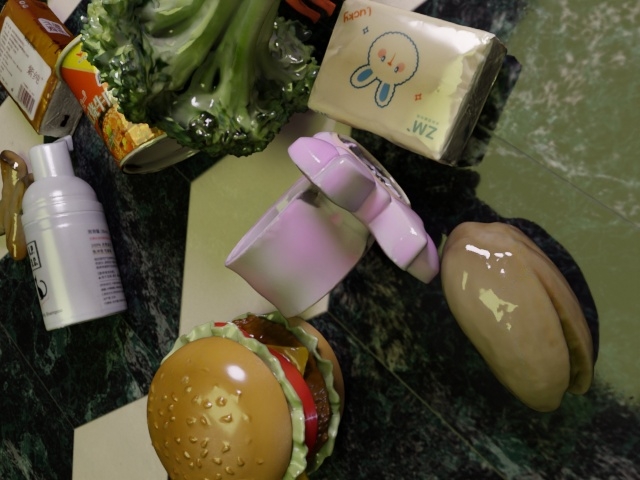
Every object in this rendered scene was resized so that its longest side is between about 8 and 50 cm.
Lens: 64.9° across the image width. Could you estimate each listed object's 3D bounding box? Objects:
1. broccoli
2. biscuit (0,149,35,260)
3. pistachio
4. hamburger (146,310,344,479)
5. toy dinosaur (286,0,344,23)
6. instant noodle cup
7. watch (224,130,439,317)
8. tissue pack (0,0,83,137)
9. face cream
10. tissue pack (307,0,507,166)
[{"bbox_3d":[-0.137,-0.242,0.619,0.236,0.288,0.259,32,132,23],"label":"broccoli"},{"bbox_3d":[-0.682,-0.077,1.124,0.164,0.047,0.207,38,113,24],"label":"biscuit"},{"bbox_3d":[0.212,0.079,0.553,0.136,0.136,0.225,-31,85,30],"label":"pistachio"},{"bbox_3d":[-0.117,0.239,0.712,0.275,0.212,0.274,4,97,32],"label":"hamburger"},{"bbox_3d":[-0.032,-0.340,0.661,0.055,0.101,0.280,-55,37,0],"label":"toy dinosaur"},{"bbox_3d":[-0.263,-0.211,0.773,0.213,0.213,0.174,-25,91,31],"label":"instant noodle cup"},{"bbox_3d":[0.000,0.000,0.601,0.211,0.248,0.217,42,107,-12],"label":"watch"},{"bbox_3d":[-0.551,-0.342,0.991,0.226,0.092,0.183,49,117,19],"label":"tissue pack"},{"bbox_3d":[-0.481,-0.026,0.948,0.146,0.145,0.369,-18,86,32],"label":"face cream"},{"bbox_3d":[0.099,-0.192,0.605,0.196,0.092,0.148,28,108,26],"label":"tissue pack"}]
